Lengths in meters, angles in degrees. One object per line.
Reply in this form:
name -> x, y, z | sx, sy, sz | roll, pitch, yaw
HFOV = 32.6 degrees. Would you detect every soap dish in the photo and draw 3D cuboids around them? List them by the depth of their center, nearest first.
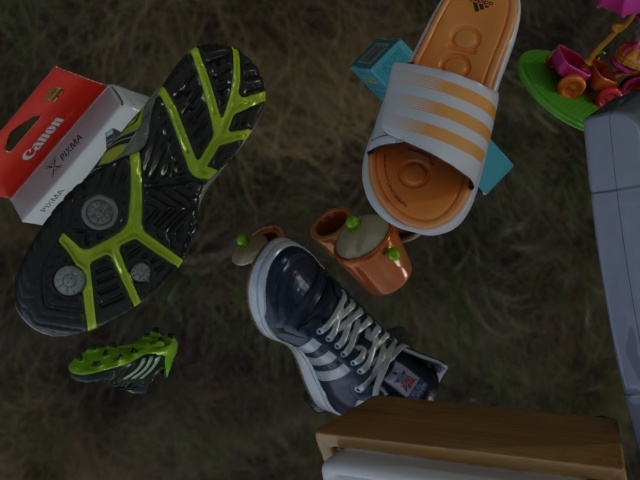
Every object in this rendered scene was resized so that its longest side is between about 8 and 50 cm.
soap dish -> 0.161, 0.258, 1.033 | 0.291, 0.118, 0.229 | 1, 127, 29

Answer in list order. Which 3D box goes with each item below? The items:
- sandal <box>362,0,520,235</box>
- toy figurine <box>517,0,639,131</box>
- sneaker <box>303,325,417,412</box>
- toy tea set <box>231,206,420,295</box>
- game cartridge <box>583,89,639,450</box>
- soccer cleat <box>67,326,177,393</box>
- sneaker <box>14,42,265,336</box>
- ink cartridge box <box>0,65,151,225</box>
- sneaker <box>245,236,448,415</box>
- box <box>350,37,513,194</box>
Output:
sandal -> 0.103, -0.135, 0.920 | 0.102, 0.265, 0.076 | 14, 160, 12
toy figurine -> 0.316, -0.202, 1.114 | 0.173, 0.130, 0.159 | 15, 132, -22
sneaker -> 0.087, 0.215, 1.658 | 0.286, 0.130, 0.109 | -15, 148, -53
toy tea set -> 0.000, 0.000, 1.619 | 0.336, 0.200, 0.124 | -16, 127, 27
game cartridge -> 0.292, 0.023, 0.965 | 0.062, 0.198, 0.297 | -8, 100, 22
soccer cleat -> -0.240, 0.159, 1.344 | 0.060, 0.179, 0.072 | 18, 106, 29
sneaker -> -0.198, -0.046, 1.236 | 0.145, 0.384, 0.147 | 41, 159, -9
ink cartridge box -> -0.406, -0.138, 1.750 | 0.275, 0.060, 0.239 | -45, 154, 19
sneaker -> 0.036, 0.108, 1.135 | 0.153, 0.099, 0.282 | 18, 151, 35
box -> 0.153, -0.172, 1.511 | 0.060, 0.100, 0.244 | -46, 109, -3
